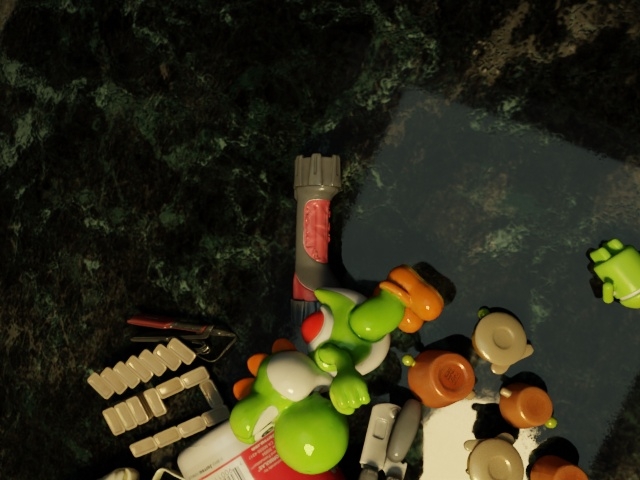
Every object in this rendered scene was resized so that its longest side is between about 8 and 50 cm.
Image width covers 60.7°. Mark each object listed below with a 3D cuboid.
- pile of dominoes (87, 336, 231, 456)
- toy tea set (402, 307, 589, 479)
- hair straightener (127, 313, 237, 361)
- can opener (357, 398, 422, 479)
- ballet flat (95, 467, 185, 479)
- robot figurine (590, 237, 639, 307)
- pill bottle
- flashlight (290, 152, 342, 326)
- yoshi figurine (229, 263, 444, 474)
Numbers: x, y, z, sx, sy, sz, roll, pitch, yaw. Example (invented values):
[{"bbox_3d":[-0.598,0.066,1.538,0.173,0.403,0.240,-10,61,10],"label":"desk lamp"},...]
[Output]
[{"bbox_3d":[-0.323,0.309,1.104,0.251,0.040,0.195,-26,93,11],"label":"pile of dominoes"},{"bbox_3d":[0.279,0.291,0.889,0.200,0.124,0.335,-21,78,-13],"label":"toy tea set"},{"bbox_3d":[-0.276,0.199,1.097,0.231,0.047,0.088,2,106,13],"label":"hair straightener"},{"bbox_3d":[0.090,0.376,0.835,0.074,0.093,0.280,16,59,6],"label":"can opener"},{"bbox_3d":[-0.348,0.514,1.076,0.401,0.139,0.139,-1,89,14],"label":"ballet flat"},{"bbox_3d":[0.468,0.053,0.835,0.101,0.067,0.115,-33,78,-5],"label":"robot figurine"},{"bbox_3d":[-0.044,0.474,0.910,0.229,0.229,0.407,-36,79,14],"label":"pill bottle"},{"bbox_3d":[0.000,0.000,0.975,0.103,0.103,0.303,3,89,-8],"label":"flashlight"},{"bbox_3d":[0.041,0.211,0.840,0.362,0.203,0.203,-37,119,-18],"label":"yoshi figurine"}]
